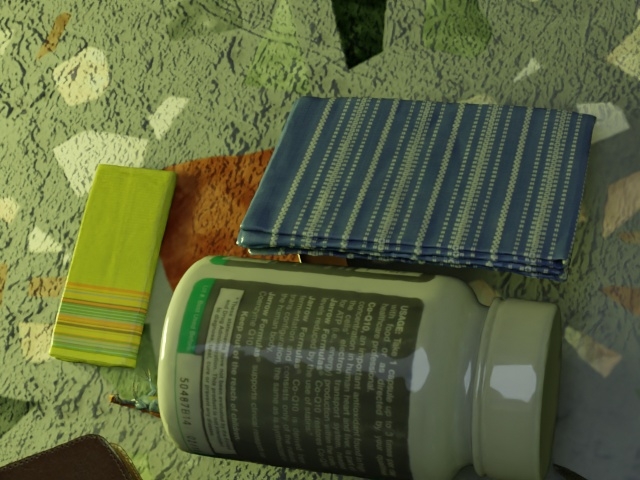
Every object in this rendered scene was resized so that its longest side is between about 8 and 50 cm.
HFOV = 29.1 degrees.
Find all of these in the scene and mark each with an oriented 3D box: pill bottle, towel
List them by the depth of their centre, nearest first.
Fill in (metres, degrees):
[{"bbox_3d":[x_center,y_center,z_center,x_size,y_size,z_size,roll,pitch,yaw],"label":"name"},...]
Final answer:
[{"bbox_3d":[0.043,0.128,1.200,0.361,0.204,0.204,5,73,17],"label":"pill bottle"},{"bbox_3d":[0.101,-0.060,1.267,0.336,0.040,0.243,5,45,15],"label":"towel"},{"bbox_3d":[-0.234,0.028,1.413,0.102,0.021,0.237,7,72,12],"label":"towel"}]

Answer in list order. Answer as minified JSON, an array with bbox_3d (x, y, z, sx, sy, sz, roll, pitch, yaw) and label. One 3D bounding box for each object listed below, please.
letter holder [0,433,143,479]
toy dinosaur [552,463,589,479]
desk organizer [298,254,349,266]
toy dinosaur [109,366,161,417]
[{"bbox_3d":[-0.183,0.335,1.143,0.152,0.214,0.302,-36,75,49],"label":"letter holder"},{"bbox_3d":[0.325,0.307,1.109,0.313,0.121,0.160,38,71,19],"label":"toy dinosaur"},{"bbox_3d":[0.000,0.000,1.343,0.050,0.047,0.130,-17,68,6],"label":"desk organizer"},{"bbox_3d":[-0.188,0.179,1.336,0.082,0.047,0.090,-23,76,26],"label":"toy dinosaur"}]
